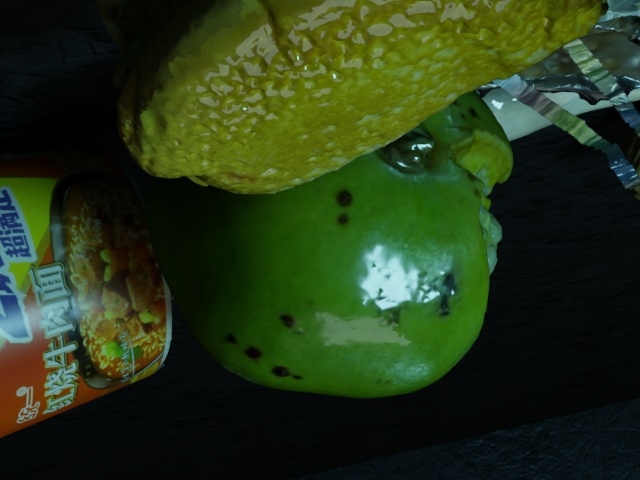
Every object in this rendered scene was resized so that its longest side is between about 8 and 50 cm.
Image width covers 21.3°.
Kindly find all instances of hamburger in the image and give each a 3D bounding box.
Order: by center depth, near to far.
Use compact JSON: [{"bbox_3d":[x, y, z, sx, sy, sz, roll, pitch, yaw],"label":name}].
[{"bbox_3d":[-0.002,-0.132,0.800,0.283,0.144,0.156,-27,153,27],"label":"hamburger"}]

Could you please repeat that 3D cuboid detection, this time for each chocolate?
[{"bbox_3d":[0.252,-0.126,1.064,0.329,0.065,0.102,1,167,-9],"label":"chocolate"}]

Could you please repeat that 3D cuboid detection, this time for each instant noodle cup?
[{"bbox_3d":[-0.205,0.031,1.113,0.174,0.213,0.213,-15,167,-25],"label":"instant noodle cup"}]

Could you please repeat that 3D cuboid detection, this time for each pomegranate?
[{"bbox_3d":[0.000,0.000,1.083,0.236,0.236,0.302,-9,161,-15],"label":"pomegranate"}]

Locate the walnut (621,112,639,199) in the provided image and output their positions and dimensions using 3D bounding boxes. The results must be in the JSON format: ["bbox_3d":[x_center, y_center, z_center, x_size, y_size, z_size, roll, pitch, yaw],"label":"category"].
[{"bbox_3d":[0.297,-0.071,1.332,0.124,0.105,0.105,-20,164,3],"label":"walnut"}]

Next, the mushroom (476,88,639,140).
[{"bbox_3d":[0.156,-0.108,1.150,0.209,0.071,0.084,-17,134,2],"label":"mushroom"}]

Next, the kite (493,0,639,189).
[{"bbox_3d":[0.148,-0.122,0.976,0.169,0.015,0.310,-24,139,38],"label":"kite"}]
